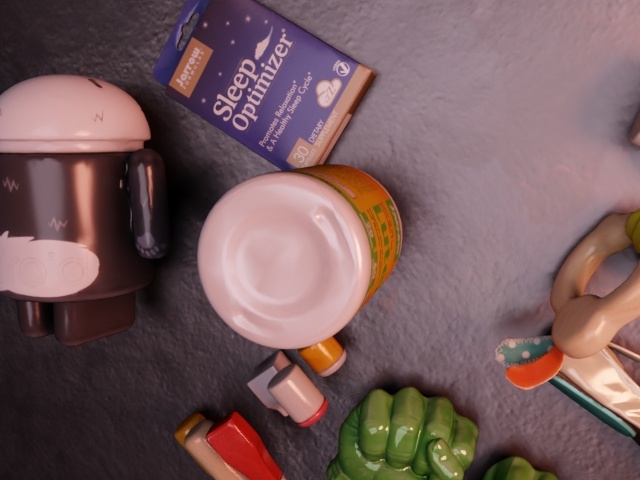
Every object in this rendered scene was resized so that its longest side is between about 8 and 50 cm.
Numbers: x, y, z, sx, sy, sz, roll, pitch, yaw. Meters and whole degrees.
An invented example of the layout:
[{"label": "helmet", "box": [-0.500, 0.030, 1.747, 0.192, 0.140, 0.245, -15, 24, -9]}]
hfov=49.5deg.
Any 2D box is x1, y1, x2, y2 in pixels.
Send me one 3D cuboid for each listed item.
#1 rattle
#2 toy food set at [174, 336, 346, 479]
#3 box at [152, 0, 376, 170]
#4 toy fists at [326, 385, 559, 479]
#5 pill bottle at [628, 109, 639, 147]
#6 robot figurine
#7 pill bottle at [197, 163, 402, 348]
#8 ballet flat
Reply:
[{"label": "rattle", "box": [0.271, 0.080, 0.633, 0.143, 0.130, 0.199, 39, 78, -29]}, {"label": "toy food set", "box": [-0.053, 0.204, 0.750, 0.232, 0.111, 0.104, -37, 99, 16]}, {"label": "box", "box": [-0.072, -0.176, 0.735, 0.225, 0.036, 0.136, 34, 105, 10]}, {"label": "toy fists", "box": [0.143, 0.262, 0.708, 0.279, 0.096, 0.142, 35, 105, 10]}, {"label": "pill bottle", "box": [0.379, -0.079, 0.579, 0.208, 0.117, 0.117, 26, 104, 10]}, {"label": "robot figurine", "box": [-0.262, -0.035, 0.741, 0.209, 0.173, 0.278, -1, 98, -8]}, {"label": "pill bottle", "box": [0.000, 0.000, 0.630, 0.136, 0.246, 0.136, 2, 99, 15]}, {"label": "ballet flat", "box": [0.322, 0.171, 0.657, 0.248, 0.086, 0.086, 42, 106, 8]}]
